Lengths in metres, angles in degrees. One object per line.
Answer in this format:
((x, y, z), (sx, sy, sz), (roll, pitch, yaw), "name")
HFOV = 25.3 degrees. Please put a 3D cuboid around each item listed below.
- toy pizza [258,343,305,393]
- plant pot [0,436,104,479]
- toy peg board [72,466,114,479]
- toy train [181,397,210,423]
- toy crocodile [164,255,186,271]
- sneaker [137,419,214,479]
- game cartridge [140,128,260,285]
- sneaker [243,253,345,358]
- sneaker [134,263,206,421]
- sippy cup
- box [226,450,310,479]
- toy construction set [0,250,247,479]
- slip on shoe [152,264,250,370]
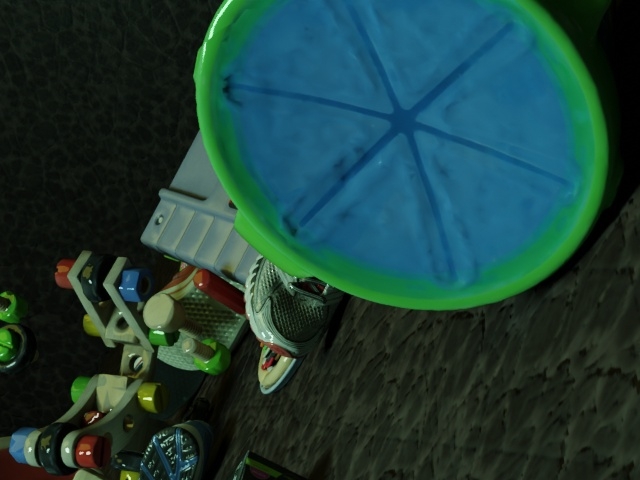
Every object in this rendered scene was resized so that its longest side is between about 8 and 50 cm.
((-0.022, 0.057, 1.418), (0.201, 0.032, 0.201), (-61, 10, 19), "toy pizza")
((-0.360, 0.378, 1.642), (0.275, 0.275, 0.243), (-82, 14, -61), "plant pot")
((-0.159, 0.295, 1.212), (0.161, 0.160, 0.079), (-64, -6, 2), "toy peg board")
((-0.176, 0.255, 1.753), (0.158, 0.027, 0.036), (-60, 7, 25), "toy train")
((-0.134, -0.033, 2.014), (0.105, 0.115, 0.340), (-92, 26, -59), "toy crocodile")
((-0.169, 0.286, 1.548), (0.211, 0.080, 0.081), (-61, -12, 19), "sneaker")
((-0.047, -0.124, 1.589), (0.230, 0.068, 0.355), (16, 76, 51), "game cartridge")
((0.000, 0.000, 1.280), (0.225, 0.088, 0.093), (-69, 12, -23), "sneaker")
((-0.180, 0.120, 1.946), (0.270, 0.090, 0.145), (-59, 10, 14), "sneaker")
((0.075, -0.115, 0.838), (0.224, 0.305, 0.240), (-60, -41, -49), "sippy cup")
((-0.050, 0.211, 1.081), (0.083, 0.062, 0.052), (-56, 11, 43), "box")
((-0.190, 0.147, 1.623), (0.309, 0.237, 0.257), (-24, 60, 20), "toy construction set")
((-0.128, 0.062, 1.745), (0.331, 0.123, 0.101), (-47, 11, 47), "slip on shoe")
